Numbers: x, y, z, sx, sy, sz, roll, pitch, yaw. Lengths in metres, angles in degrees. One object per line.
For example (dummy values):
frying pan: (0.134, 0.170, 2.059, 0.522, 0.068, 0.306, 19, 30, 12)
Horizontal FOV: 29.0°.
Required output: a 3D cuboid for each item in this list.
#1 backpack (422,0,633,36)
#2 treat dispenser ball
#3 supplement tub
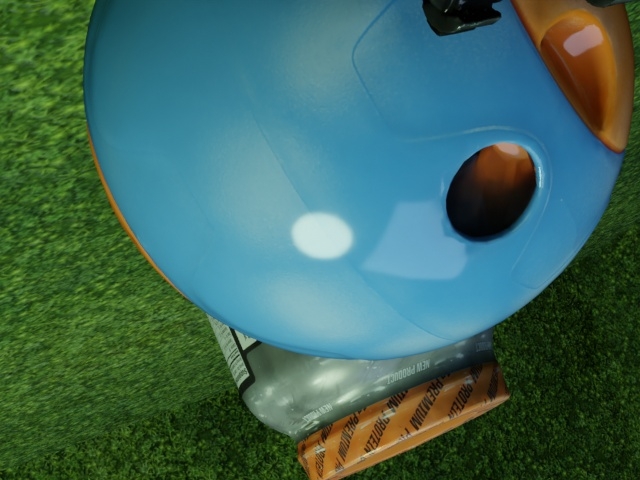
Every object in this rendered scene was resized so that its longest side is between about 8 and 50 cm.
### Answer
backpack: (0.105, -0.227, 0.446, 0.225, 0.191, 0.253, -13, 158, -33)
treat dispenser ball: (0.019, -0.080, 0.659, 0.288, 0.288, 0.288, -23, 167, -6)
supplement tub: (0.000, 0.000, 0.887, 0.193, 0.316, 0.193, -24, 168, -6)
